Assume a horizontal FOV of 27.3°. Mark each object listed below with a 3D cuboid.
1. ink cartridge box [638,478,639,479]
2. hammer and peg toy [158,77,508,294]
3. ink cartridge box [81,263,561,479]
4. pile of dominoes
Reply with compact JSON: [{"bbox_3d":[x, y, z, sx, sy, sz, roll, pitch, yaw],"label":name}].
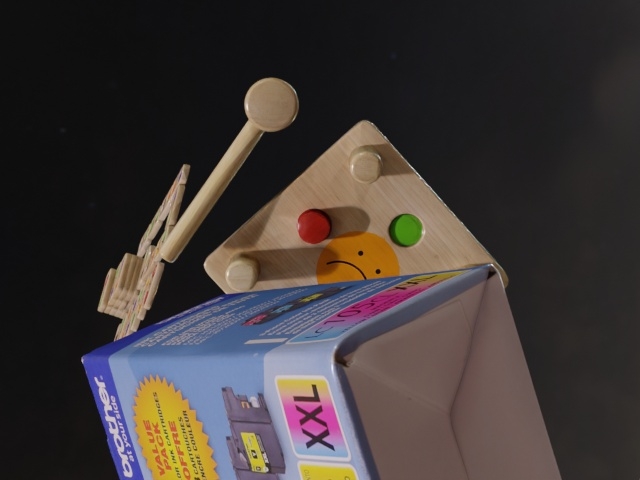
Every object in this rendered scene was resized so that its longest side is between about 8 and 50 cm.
[{"bbox_3d":[0.364,0.119,0.948,0.385,0.091,0.308,-53,-7,9],"label":"ink cartridge box"},{"bbox_3d":[0.000,0.000,1.491,0.361,0.266,0.127,47,-172,-8],"label":"hammer and peg toy"},{"bbox_3d":[-0.016,0.178,0.940,0.151,0.395,0.270,-21,-83,-33],"label":"ink cartridge box"},{"bbox_3d":[-0.236,0.034,1.679,0.040,0.251,0.196,18,-120,-13],"label":"pile of dominoes"}]
